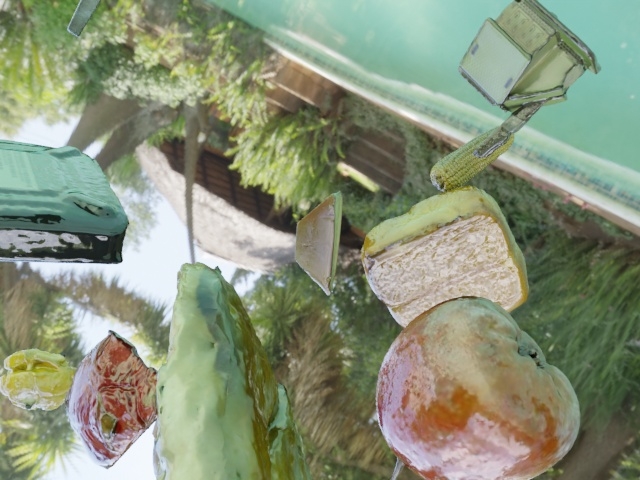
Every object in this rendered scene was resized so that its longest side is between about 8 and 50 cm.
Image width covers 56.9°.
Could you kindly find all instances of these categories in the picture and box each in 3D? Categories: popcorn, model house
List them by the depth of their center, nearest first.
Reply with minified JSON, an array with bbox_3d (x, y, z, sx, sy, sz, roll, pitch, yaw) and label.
[{"bbox_3d":[0.352,-0.313,1.142,0.218,0.278,0.205,53,-156,17],"label":"model house"},{"bbox_3d":[-0.651,0.318,1.363,0.167,0.148,0.152,41,-167,-30],"label":"popcorn"}]

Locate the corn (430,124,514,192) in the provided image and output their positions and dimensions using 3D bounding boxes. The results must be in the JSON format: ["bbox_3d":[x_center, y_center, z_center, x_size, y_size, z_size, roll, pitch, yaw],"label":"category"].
[{"bbox_3d":[0.355,-0.191,1.369,0.080,0.231,0.080,53,166,19],"label":"corn"}]

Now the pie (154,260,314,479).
[{"bbox_3d":[-0.051,0.176,0.455,0.339,0.077,0.339,160,90,-86],"label":"pie"}]

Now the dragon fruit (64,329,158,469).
[{"bbox_3d":[-0.249,0.191,0.702,0.120,0.127,0.161,42,153,-6],"label":"dragon fruit"}]

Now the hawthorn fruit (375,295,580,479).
[{"bbox_3d":[0.172,0.185,0.731,0.231,0.263,0.235,66,-164,-61],"label":"hawthorn fruit"}]

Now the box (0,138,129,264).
[{"bbox_3d":[-0.398,-0.060,0.713,0.289,0.073,0.290,4,-156,-34],"label":"box"}]

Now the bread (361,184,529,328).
[{"bbox_3d":[0.289,0.057,1.366,0.328,0.337,0.148,53,-159,-27],"label":"bread"}]

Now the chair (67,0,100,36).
[{"bbox_3d":[-0.242,-0.363,0.610,0.147,0.136,0.270,34,145,-31],"label":"chair"}]

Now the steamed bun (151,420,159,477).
[{"bbox_3d":[-0.253,0.438,1.326,0.251,0.301,0.199,12,-171,19],"label":"steamed bun"}]

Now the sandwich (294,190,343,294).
[{"bbox_3d":[0.000,0.000,1.418,0.096,0.258,0.094,12,-160,17],"label":"sandwich"}]
